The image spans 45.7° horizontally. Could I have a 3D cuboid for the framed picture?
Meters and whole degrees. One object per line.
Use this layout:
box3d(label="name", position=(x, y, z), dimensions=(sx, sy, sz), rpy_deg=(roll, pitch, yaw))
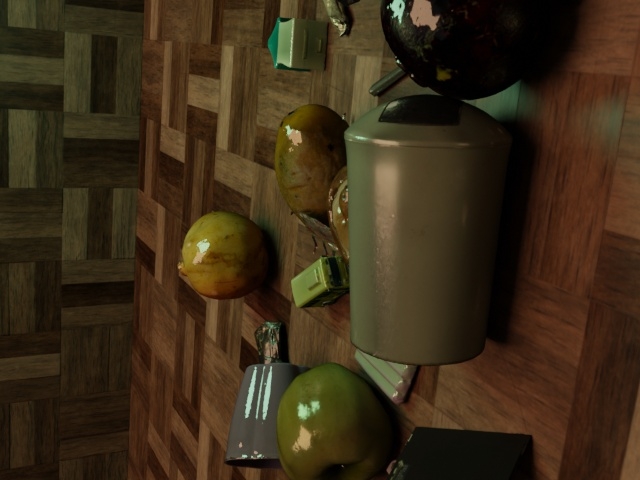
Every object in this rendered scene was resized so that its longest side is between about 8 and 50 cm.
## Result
box3d(label="framed picture", position=(0.211, 0.450, 1.363), dimensions=(0.255, 0.014, 0.338), rpy_deg=(-56, 17, -25))

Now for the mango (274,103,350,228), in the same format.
box3d(label="mango", position=(-0.007, -0.155, 1.712), dimensions=(0.176, 0.175, 0.330), rpy_deg=(36, 148, 27))

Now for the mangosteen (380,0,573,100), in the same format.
box3d(label="mangosteen", position=(0.236, -0.362, 1.185), dimensions=(0.288, 0.287, 0.288), rpy_deg=(7, 97, 62))

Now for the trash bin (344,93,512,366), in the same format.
box3d(label="trash bin", position=(0.176, -0.031, 1.303), dimensions=(0.280, 0.280, 0.432), rpy_deg=(24, 116, 60))

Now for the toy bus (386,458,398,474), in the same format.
box3d(label="toy bus", position=(0.184, 0.509, 1.564), dimensions=(0.131, 0.036, 0.052), rpy_deg=(57, 137, 43))

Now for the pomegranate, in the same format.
box3d(label="pomegranate", position=(-0.280, 0.043, 2.175), dimensions=(0.264, 0.264, 0.265), rpy_deg=(7, 97, 62))

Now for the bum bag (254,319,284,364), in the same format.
box3d(label="bum bag", position=(-0.134, 0.347, 2.121), dimensions=(0.102, 0.069, 0.248), rpy_deg=(-14, 75, 25))

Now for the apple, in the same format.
box3d(label="apple", position=(0.021, 0.418, 1.674), dimensions=(0.279, 0.279, 0.279), rpy_deg=(7, 97, 62))

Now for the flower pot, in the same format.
box3d(label="flower pot", position=(-0.109, 0.439, 1.895), dimensions=(0.265, 0.265, 0.243), rpy_deg=(-35, 51, 58))

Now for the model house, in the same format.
box3d(label="model house", position=(-0.060, -0.489, 1.898), dimensions=(0.149, 0.100, 0.127), rpy_deg=(24, 112, 57))

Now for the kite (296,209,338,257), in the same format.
box3d(label="kite", position=(0.002, -0.002, 1.766), dimensions=(0.127, 0.016, 0.229), rpy_deg=(36, 163, 13))

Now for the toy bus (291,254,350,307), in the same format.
box3d(label="toy bus", position=(0.006, 0.100, 1.809), dimensions=(0.175, 0.101, 0.088), rpy_deg=(-39, 58, 55))

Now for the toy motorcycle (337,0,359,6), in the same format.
box3d(label="toy motorcycle", position=(0.123, -0.521, 1.478), dimensions=(0.150, 0.221, 0.102), rpy_deg=(38, -140, -66))

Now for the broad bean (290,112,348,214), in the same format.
box3d(label="broad bean", position=(0.000, -0.162, 1.842), dimensions=(0.325, 0.067, 0.075), rpy_deg=(-51, 11, 42))

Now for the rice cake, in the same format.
box3d(label="rice cake", position=(0.142, 0.235, 1.627), dimensions=(0.198, 0.037, 0.189), rpy_deg=(49, 132, 50))

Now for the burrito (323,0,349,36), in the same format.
box3d(label="burrito", position=(0.032, -0.556, 1.786), dimensions=(0.051, 0.042, 0.171), rpy_deg=(-48, 47, 48))

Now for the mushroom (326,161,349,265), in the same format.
box3d(label="mushroom", position=(0.103, -0.052, 1.555), dimensions=(0.253, 0.153, 0.253), rpy_deg=(178, 90, -71))

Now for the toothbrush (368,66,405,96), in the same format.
box3d(label="toothbrush", position=(0.175, -0.354, 1.540), dimensions=(0.297, 0.030, 0.030), rpy_deg=(-23, 45, 62))
